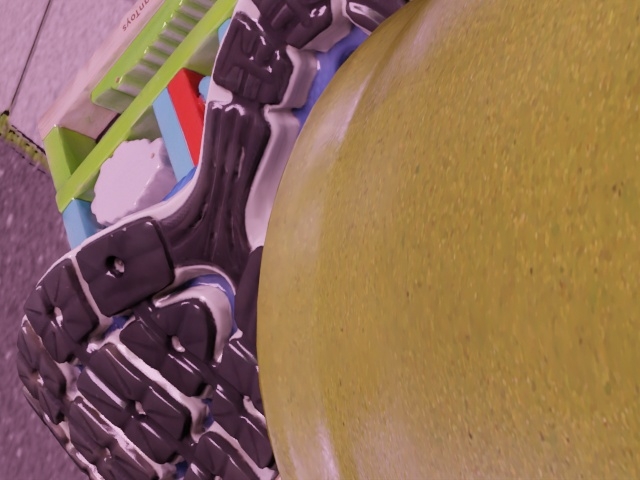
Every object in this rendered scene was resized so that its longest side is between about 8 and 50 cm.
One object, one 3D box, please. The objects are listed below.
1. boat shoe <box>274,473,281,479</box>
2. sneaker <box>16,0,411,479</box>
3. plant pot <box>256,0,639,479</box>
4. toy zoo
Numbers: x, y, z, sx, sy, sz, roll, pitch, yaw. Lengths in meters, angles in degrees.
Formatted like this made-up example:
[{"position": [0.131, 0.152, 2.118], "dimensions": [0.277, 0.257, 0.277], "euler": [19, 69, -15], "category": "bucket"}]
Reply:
[{"position": [0.061, 0.097, 0.691], "dimensions": [0.302, 0.109, 0.098], "euler": [-57, 37, 6], "category": "boat shoe"}, {"position": [0.000, 0.000, 0.767], "dimensions": [0.130, 0.147, 0.330], "euler": [49, 128, 11], "category": "sneaker"}, {"position": [0.163, 0.010, 0.440], "dimensions": [0.353, 0.366, 0.366], "euler": [-16, 61, 59], "category": "plant pot"}, {"position": [-0.046, -0.018, 0.933], "dimensions": [0.192, 0.030, 0.293], "euler": [-47, 43, 26], "category": "toy zoo"}]
